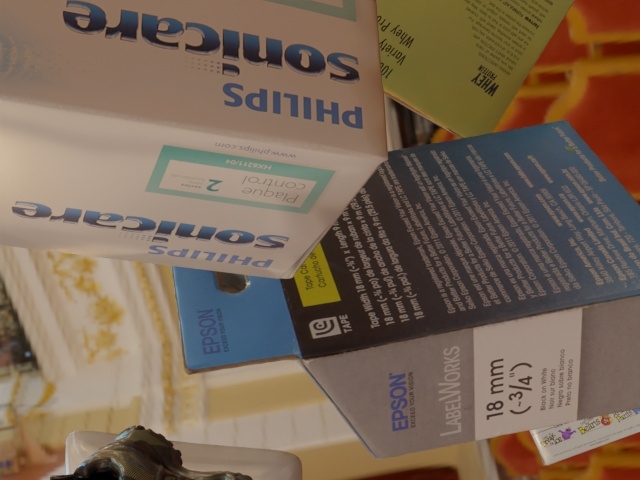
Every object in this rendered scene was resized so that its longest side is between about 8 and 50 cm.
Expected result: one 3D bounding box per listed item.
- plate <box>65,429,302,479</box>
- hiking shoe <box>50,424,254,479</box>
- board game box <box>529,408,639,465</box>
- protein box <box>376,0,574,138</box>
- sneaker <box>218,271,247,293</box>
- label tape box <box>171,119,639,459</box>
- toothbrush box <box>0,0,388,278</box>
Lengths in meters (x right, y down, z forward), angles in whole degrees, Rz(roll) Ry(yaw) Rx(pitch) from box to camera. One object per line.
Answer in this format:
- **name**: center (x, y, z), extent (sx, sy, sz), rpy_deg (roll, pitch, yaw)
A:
- **plate**: center (-0.165, 0.365, 1.222), extent (0.045, 0.277, 0.278), rpy_deg (-47, -39, -78)
- **hiking shoe**: center (-0.128, 0.244, 0.931), extent (0.114, 0.227, 0.086), rpy_deg (-23, -57, -49)
- **board game box**: center (0.272, 0.086, 1.211), extent (0.142, 0.144, 0.275), rpy_deg (-13, -102, -64)
- **protein box**: center (0.106, -0.232, 1.024), extent (0.201, 0.200, 0.136), rpy_deg (-59, 27, 7)
- **sneaker**: center (0.000, 0.000, 1.026), extent (0.118, 0.222, 0.083), rpy_deg (19, 130, 44)
- **label tape box**: center (0.065, 0.032, 0.777), extent (0.240, 0.333, 0.106), rpy_deg (-109, 11, -57)
- **toothbrush box**: center (-0.097, -0.147, 0.499), extent (0.126, 0.216, 0.295), rpy_deg (129, 145, -57)
